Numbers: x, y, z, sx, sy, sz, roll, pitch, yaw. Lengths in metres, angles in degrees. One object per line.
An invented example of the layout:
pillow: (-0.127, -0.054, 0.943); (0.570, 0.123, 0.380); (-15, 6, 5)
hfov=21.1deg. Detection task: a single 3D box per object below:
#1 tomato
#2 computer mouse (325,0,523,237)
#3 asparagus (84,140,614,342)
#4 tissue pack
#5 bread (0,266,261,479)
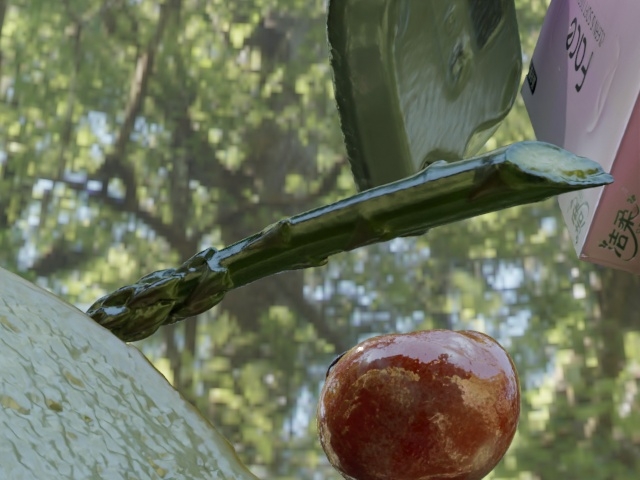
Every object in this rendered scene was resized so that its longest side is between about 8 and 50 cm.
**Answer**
tomato: (0.091, 0.157, 1.543); (0.187, 0.151, 0.187); (-5, -34, -4)
computer mouse: (0.063, -0.137, 1.209); (0.095, 0.197, 0.331); (19, -30, 23)
asparagus: (0.000, 0.001, 0.671); (0.236, 0.034, 0.027); (-19, -62, 23)
tissue pack: (0.176, -0.094, 0.866); (0.092, 0.246, 0.148); (14, -67, -6)
bread: (-0.098, 0.091, 0.500); (0.236, 0.236, 0.070); (30, -67, -31)
